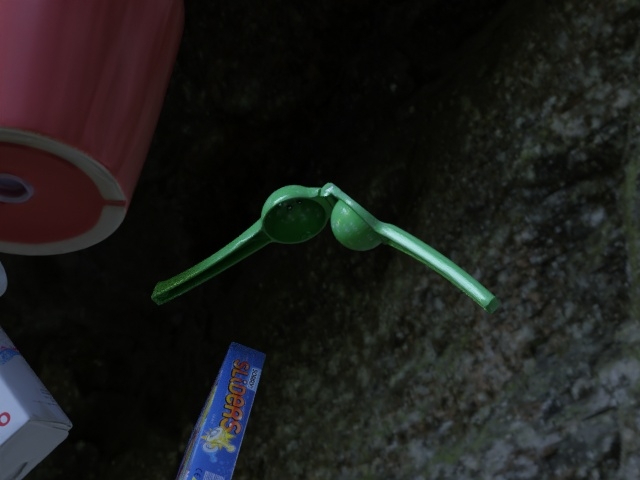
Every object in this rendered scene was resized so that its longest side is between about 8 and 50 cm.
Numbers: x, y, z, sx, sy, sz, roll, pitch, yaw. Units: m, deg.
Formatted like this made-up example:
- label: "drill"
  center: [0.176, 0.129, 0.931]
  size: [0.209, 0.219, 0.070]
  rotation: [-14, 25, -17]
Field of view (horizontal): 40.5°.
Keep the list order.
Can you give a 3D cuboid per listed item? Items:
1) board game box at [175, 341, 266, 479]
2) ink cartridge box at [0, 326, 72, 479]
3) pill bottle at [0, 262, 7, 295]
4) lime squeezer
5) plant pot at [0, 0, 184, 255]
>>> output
- label: "board game box"
  center: [-0.101, 0.201, 0.724]
  size: [0.035, 0.201, 0.136]
  rotation: [21, -52, -6]
- label: "ink cartridge box"
  center: [-0.511, 0.218, 1.190]
  size: [0.201, 0.278, 0.117]
  rotation: [-43, -21, -2]
- label: "pill bottle"
  center: [-0.676, 0.114, 1.460]
  size: [0.278, 0.162, 0.162]
  rotation: [-35, -47, 12]
- label: "lime squeezer"
  center: [0.000, 0.000, 0.697]
  size: [0.310, 0.110, 0.059]
  rotation: [0, -48, 31]
- label: "plant pot"
  center: [-0.267, -0.137, 0.803]
  size: [0.275, 0.243, 0.275]
  rotation: [-1, -32, -1]
